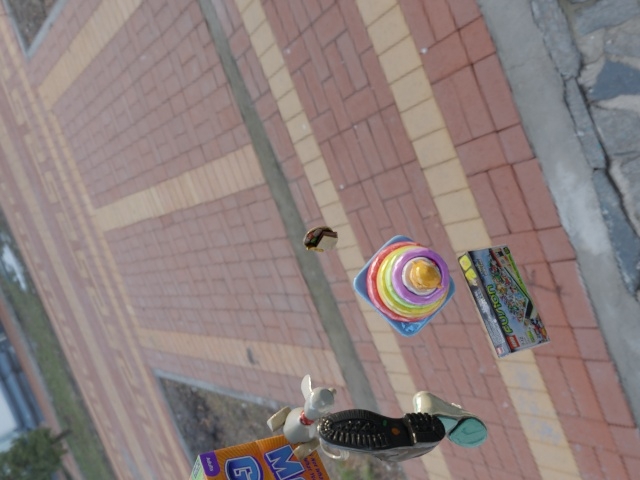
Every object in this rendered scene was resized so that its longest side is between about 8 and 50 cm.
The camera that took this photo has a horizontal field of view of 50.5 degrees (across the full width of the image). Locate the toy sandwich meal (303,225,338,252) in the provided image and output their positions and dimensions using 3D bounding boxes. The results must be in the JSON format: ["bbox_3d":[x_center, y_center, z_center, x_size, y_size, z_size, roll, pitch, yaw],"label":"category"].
[{"bbox_3d":[0.000,0.000,1.603,0.085,0.086,0.029,100,151,-45],"label":"toy sandwich meal"}]

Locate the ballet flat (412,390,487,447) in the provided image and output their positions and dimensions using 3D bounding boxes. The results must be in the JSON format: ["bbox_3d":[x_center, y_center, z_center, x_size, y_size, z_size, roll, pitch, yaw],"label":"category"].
[{"bbox_3d":[0.274,0.375,1.444,0.248,0.086,0.086,33,177,-43],"label":"ballet flat"}]

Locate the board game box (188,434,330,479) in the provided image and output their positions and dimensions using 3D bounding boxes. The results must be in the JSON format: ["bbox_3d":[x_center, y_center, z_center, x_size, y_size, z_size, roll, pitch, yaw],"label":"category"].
[{"bbox_3d":[-0.175,0.837,1.996,0.356,0.357,0.356,60,140,37],"label":"board game box"}]

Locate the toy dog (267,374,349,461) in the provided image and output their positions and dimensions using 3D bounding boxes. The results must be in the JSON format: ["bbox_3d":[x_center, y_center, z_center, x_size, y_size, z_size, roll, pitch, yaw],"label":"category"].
[{"bbox_3d":[-0.012,0.493,1.921,0.334,0.161,0.220,-27,95,52],"label":"toy dog"}]

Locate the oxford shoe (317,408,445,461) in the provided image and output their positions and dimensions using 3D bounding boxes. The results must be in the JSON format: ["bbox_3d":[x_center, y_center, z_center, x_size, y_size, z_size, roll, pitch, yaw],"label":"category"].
[{"bbox_3d":[0.100,0.355,1.195,0.082,0.227,0.096,-96,20,-48],"label":"oxford shoe"}]

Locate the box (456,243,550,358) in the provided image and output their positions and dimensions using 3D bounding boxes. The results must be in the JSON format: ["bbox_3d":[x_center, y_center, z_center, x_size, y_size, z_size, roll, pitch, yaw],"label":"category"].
[{"bbox_3d":[0.350,0.113,1.299,0.036,0.114,0.206,-43,61,52],"label":"box"}]

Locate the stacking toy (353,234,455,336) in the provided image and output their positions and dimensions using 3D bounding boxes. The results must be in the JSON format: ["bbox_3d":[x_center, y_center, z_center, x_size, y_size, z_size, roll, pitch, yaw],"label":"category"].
[{"bbox_3d":[0.176,0.070,1.260,0.175,0.166,0.302,44,174,5],"label":"stacking toy"}]
